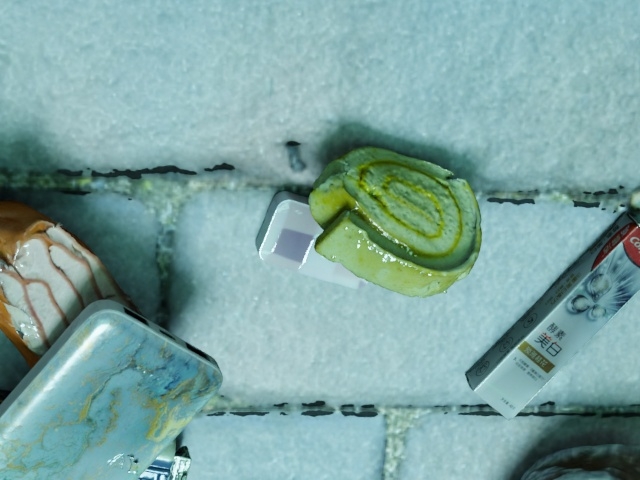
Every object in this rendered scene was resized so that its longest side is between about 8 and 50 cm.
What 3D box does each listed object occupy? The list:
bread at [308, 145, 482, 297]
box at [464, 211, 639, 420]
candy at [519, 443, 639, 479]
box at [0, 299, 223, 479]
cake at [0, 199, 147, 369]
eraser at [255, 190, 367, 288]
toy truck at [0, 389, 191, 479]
[{"bbox_3d":[0.063,-0.017,1.462,0.156,0.117,0.064,23,142,-13],"label":"bread"},{"bbox_3d":[0.228,0.070,1.566,0.055,0.039,0.218,39,101,-21],"label":"box"},{"bbox_3d":[0.264,0.332,1.614,0.214,0.157,0.289,5,112,19],"label":"candy"},{"bbox_3d":[-0.219,0.179,1.434,0.142,0.044,0.285,33,107,-31],"label":"box"},{"bbox_3d":[-0.220,0.058,1.427,0.098,0.135,0.287,-49,117,-19],"label":"cake"},{"bbox_3d":[0.000,0.000,1.501,0.105,0.026,0.065,16,106,-16],"label":"eraser"},{"bbox_3d":[-0.216,0.190,1.515,0.202,0.074,0.088,12,105,-16],"label":"toy truck"}]
